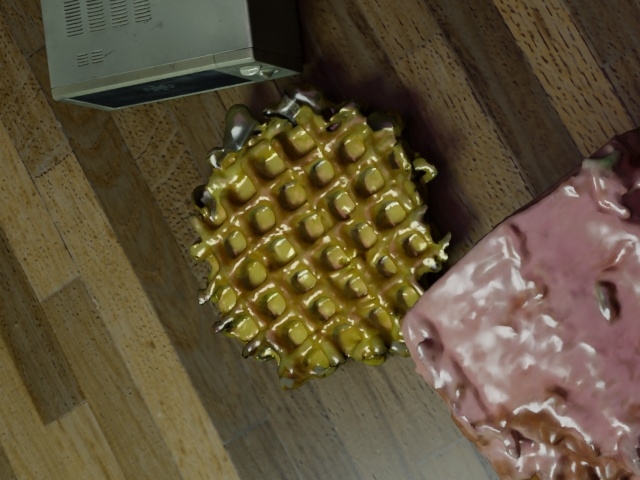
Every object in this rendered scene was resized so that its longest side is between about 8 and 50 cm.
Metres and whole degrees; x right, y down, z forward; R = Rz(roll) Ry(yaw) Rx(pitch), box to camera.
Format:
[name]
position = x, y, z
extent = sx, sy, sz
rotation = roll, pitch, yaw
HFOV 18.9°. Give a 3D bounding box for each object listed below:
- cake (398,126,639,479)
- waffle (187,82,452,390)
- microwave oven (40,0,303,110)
[cake]
position = 0.275, 0.094, 1.769
extent = 0.307, 0.293, 0.314
rotation = -40, 81, 20
[waffle]
position = 0.000, -0.011, 2.010
extent = 0.329, 0.062, 0.329
rotation = -1, 88, 25
[microwave oven]
position = -0.159, -0.249, 2.041
extent = 0.240, 0.145, 0.194
rotation = -9, 83, 23
